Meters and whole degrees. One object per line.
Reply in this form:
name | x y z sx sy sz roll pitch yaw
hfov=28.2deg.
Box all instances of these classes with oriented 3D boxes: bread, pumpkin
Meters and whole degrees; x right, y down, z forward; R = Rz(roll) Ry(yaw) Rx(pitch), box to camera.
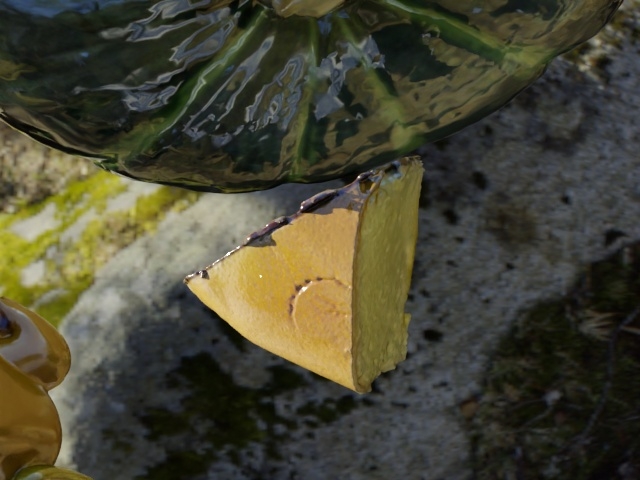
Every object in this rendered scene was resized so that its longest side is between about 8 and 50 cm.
bread | 0.000 0.000 0.939 0.169 0.140 0.160 25 109 20
pumpkin | -0.023 -0.167 0.462 0.323 0.323 0.241 -48 37 24

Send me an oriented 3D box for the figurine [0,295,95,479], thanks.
figurine | -0.314 0.141 1.116 0.215 0.215 0.228 -55 32 20
